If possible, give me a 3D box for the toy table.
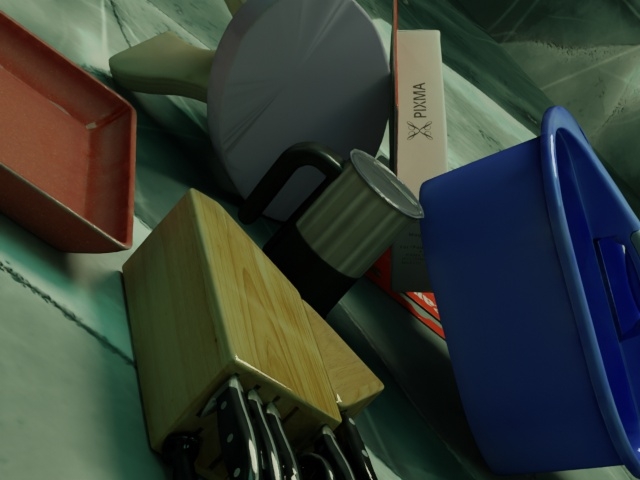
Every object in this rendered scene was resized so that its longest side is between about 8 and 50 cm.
[{"bbox_3d":[-0.051,-0.163,1.442,0.252,0.274,0.161,-19,50,-23],"label":"toy table"}]

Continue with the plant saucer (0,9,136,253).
[{"bbox_3d":[-0.254,-0.106,1.155,0.259,0.048,0.258,36,19,-22],"label":"plant saucer"}]

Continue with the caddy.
[{"bbox_3d":[0.222,0.053,1.403,0.241,0.179,0.341,-18,93,-70],"label":"caddy"}]

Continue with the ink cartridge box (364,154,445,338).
[{"bbox_3d":[0.120,0.018,1.653,0.189,0.066,0.232,38,15,-13],"label":"ink cartridge box"}]

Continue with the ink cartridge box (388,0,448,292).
[{"bbox_3d":[0.098,-0.126,1.555,0.060,0.239,0.275,1,45,1],"label":"ink cartridge box"}]

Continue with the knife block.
[{"bbox_3d":[-0.067,0.094,1.022,0.276,0.088,0.242,48,18,13],"label":"knife block"}]

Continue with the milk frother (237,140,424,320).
[{"bbox_3d":[0.000,0.000,1.305,0.129,0.135,0.143,35,20,-21],"label":"milk frother"}]
